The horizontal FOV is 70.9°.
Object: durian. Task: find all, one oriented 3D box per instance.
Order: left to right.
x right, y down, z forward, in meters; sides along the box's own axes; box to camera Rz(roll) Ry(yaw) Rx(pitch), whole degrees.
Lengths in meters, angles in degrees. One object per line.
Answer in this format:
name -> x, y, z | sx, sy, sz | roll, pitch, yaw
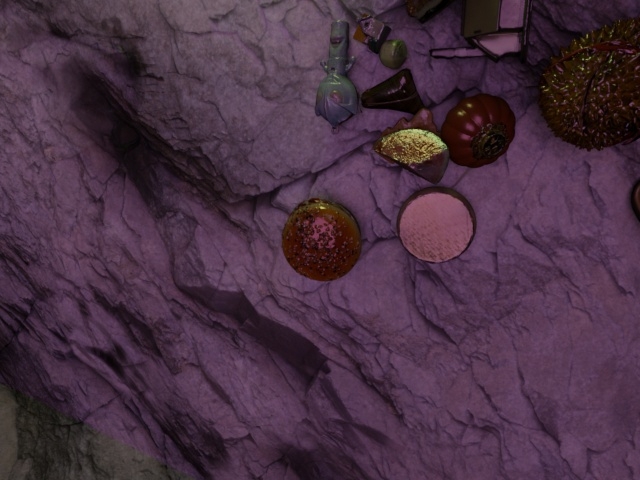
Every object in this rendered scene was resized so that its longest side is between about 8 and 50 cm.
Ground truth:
durian -> 0.749, -0.400, 1.158 | 0.384, 0.347, 0.347 | -17, 102, -19

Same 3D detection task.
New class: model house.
model house -> 0.150, -0.644, 1.389 | 0.100, 0.101, 0.087 | 33, 113, 6
model house -> 0.451, -0.618, 1.274 | 0.279, 0.205, 0.218 | 7, 106, 22

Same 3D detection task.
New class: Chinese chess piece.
Chinese chess piece -> 0.381, -0.050, 1.486 | 0.257, 0.104, 0.257 | 4, 106, 14

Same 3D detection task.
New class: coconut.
coconut -> 0.229, -0.578, 1.394 | 0.096, 0.088, 0.087 | 25, 111, 29

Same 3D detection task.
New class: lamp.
lamp -> 0.468, -0.324, 1.339 | 0.223, 0.196, 0.223 | -8, 128, -10

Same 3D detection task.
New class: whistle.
whistle -> 0.055, -0.517, 1.447 | 0.142, 0.134, 0.346 | 12, 100, 55

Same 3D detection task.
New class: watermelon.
watermelon -> 0.297, -0.257, 1.406 | 0.231, 0.146, 0.128 | 33, 82, 36

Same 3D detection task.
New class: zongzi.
zongzi -> 0.235, -0.429, 1.448 | 0.187, 0.084, 0.184 | -20, 119, 30

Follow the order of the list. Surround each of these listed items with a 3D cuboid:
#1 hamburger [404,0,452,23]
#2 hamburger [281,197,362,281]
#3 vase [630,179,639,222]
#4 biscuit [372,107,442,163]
hamburger -> 0.333, -0.739, 1.239 | 0.192, 0.288, 0.167 | -40, 103, -9
hamburger -> 0.000, 0.000, 1.570 | 0.300, 0.176, 0.300 | 4, 106, 13
vase -> 1.053, -0.095, 1.243 | 0.329, 0.241, 0.302 | 28, 100, 34
biscuit -> 0.283, -0.312, 1.455 | 0.239, 0.041, 0.212 | -3, 121, 22
